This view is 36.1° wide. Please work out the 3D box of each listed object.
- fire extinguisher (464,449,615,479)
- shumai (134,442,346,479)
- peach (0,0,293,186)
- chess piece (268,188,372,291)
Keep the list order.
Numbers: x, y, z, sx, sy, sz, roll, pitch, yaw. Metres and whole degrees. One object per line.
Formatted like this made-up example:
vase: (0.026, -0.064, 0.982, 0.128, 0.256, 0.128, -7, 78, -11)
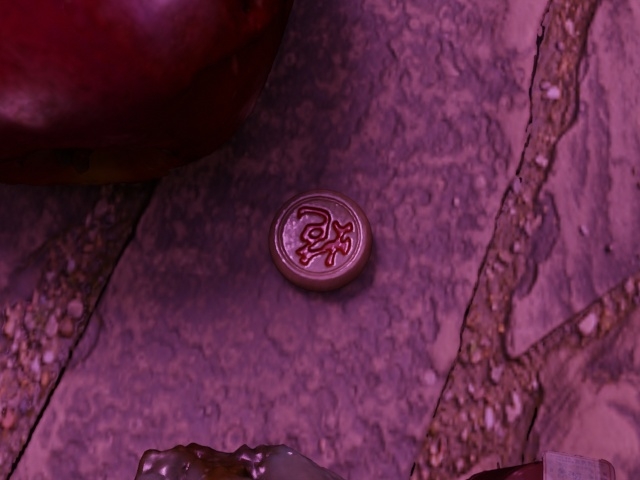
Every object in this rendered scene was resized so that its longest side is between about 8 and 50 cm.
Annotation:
fire extinguisher: (0.141, 0.187, 0.618, 0.105, 0.269, 0.104, 0, 74, 0)
shumai: (-0.054, 0.244, 0.607, 0.310, 0.304, 0.263, -4, 64, -6)
peach: (-0.188, -0.244, 0.713, 0.339, 0.353, 0.416, -19, 78, 41)
chess piece: (0.000, 0.000, 0.789, 0.084, 0.038, 0.083, 0, 77, -1)
